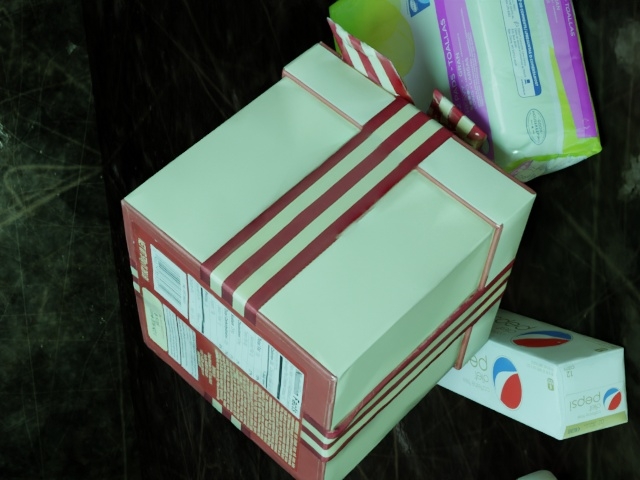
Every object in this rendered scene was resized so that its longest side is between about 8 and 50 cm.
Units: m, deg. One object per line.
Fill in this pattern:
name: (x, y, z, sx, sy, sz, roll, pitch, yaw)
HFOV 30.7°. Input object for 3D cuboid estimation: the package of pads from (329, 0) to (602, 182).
package of pads: (0.121, -0.149, 1.059, 0.296, 0.101, 0.229, 164, 96, -67)

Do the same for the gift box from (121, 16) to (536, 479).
gift box: (0.000, 0.000, 0.947, 0.276, 0.258, 0.255, 42, 153, 17)

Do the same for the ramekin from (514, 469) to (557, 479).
ramekin: (0.136, 0.335, 1.050, 0.127, 0.273, 0.273, 55, 148, 23)

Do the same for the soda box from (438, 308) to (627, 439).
soda box: (0.183, 0.115, 1.065, 0.216, 0.074, 0.069, -165, 66, -64)
